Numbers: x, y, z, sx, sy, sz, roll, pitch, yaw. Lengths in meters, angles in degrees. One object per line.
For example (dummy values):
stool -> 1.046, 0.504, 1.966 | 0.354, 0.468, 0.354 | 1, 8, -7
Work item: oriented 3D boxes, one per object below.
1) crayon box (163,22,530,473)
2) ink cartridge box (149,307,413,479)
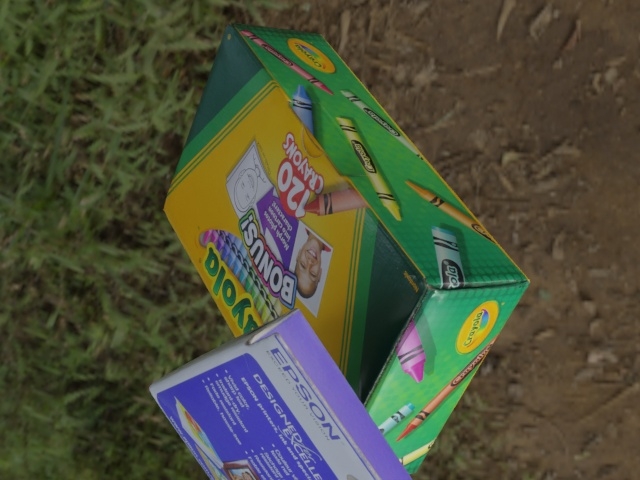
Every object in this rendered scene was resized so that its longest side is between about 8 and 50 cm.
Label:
crayon box -> 0.000, 0.000, 0.740 | 0.081, 0.278, 0.165 | -1, 130, -34
ink cartridge box -> 0.013, 0.134, 0.555 | 0.206, 0.045, 0.208 | 56, 154, -2
